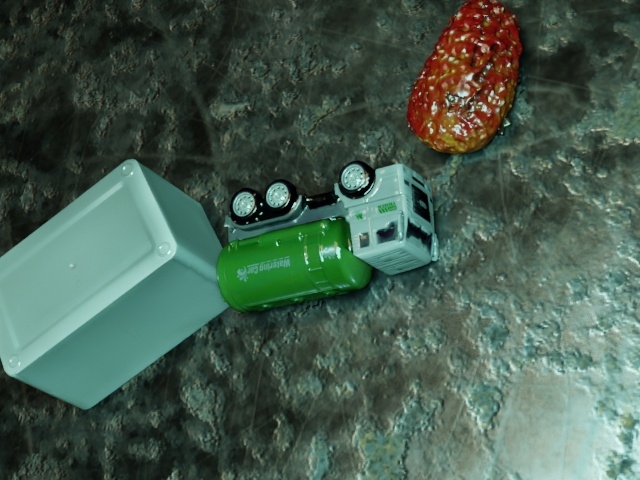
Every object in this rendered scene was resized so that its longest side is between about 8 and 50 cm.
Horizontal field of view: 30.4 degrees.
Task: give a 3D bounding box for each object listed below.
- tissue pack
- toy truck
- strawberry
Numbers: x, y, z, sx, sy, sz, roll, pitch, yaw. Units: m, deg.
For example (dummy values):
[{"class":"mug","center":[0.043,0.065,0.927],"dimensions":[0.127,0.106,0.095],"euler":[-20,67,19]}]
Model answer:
[{"class":"tissue pack","center":[-0.242,0.051,1.339],"dimensions":[0.246,0.136,0.159],"euler":[-35,56,10]},{"class":"toy truck","center":[0.000,0.000,1.254],"dimensions":[0.243,0.101,0.125],"euler":[-14,67,26]},{"class":"strawberry","center":[0.149,-0.184,1.267],"dimensions":[0.121,0.082,0.188],"euler":[4,73,33]}]
